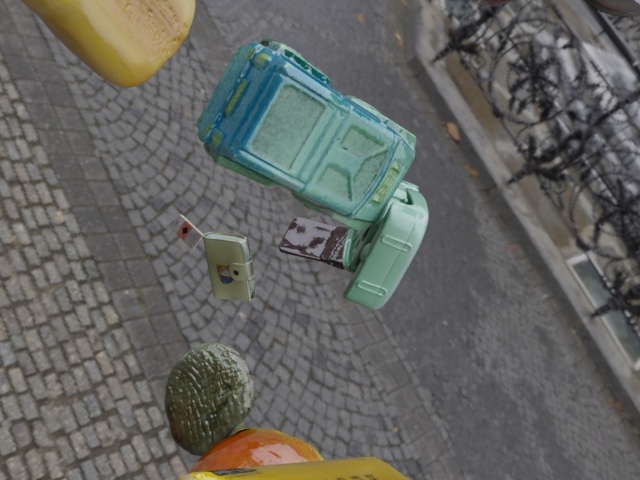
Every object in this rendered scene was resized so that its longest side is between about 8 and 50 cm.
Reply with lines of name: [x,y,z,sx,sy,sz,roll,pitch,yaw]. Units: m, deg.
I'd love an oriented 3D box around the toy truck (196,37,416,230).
toy truck: [-0.007,-0.113,0.860,0.279,0.155,0.156,24,10,-44]

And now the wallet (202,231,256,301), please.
wallet: [-0.199,0.058,1.643,0.039,0.110,0.155,-47,138,-54]

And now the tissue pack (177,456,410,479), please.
tissue pack: [0.028,0.374,0.723,0.293,0.228,0.382,32,3,32]

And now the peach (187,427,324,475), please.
peach: [-0.127,0.569,1.480,0.370,0.370,0.370,32,38,-29]

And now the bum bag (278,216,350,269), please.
bum bag: [0.000,0.000,1.544,0.159,0.026,0.109,14,50,15]

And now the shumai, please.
shumai: [-0.251,0.382,1.795,0.222,0.271,0.204,26,1,17]

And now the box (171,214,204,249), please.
box: [-0.326,-0.021,1.805,0.083,0.046,0.012,40,12,19]

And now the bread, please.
bread: [-0.199,-0.230,0.669,0.134,0.085,0.173,-62,148,-16]

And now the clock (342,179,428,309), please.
clock: [0.084,-0.012,1.032,0.066,0.159,0.211,22,24,-10]

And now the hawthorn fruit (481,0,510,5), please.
hawthorn fruit: [0.227,-0.348,0.960,0.093,0.081,0.081,-15,71,-52]

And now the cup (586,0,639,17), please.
cup: [0.419,-0.359,0.912,0.203,0.203,0.288,47,25,-8]
